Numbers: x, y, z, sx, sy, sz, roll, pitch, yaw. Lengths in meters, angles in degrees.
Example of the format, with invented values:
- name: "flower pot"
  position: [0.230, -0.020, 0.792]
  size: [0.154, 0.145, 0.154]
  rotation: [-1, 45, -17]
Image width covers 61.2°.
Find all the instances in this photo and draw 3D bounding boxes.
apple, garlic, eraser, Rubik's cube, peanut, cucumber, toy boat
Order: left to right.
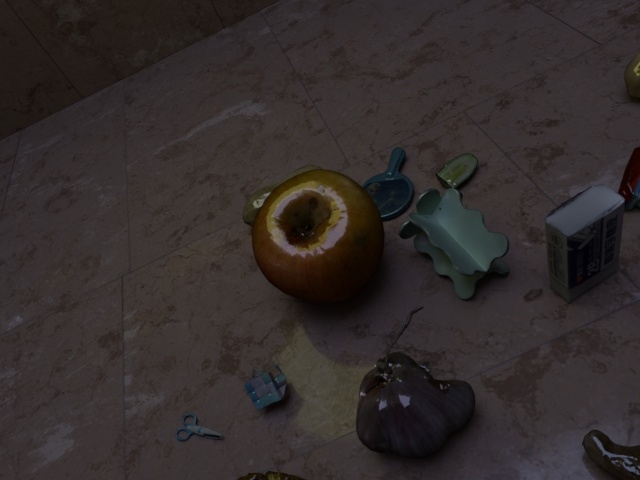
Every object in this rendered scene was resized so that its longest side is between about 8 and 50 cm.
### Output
- name: "Rubik's cube"
  position: [-0.101, 0.294, 1.101]
  size: [0.084, 0.075, 0.073]
  rotation: [-13, 1, 15]
- name: "peanut"
  position: [-0.090, -0.108, 1.427]
  size: [0.257, 0.123, 0.123]
  rotation: [-27, 44, 1]
- name: "apple"
  position: [0.000, 0.000, 1.191]
  size: [0.299, 0.275, 0.298]
  rotation: [-7, 60, 12]
- name: "garlic"
  position: [0.152, 0.239, 0.953]
  size: [0.207, 0.207, 0.256]
  rotation: [-3, 87, 24]
- name: "cucumber"
  position: [0.341, -0.168, 1.333]
  size: [0.107, 0.035, 0.067]
  rotation: [-38, 63, -12]
- name: "eraser"
  position: [0.476, 0.011, 0.979]
  size: [0.125, 0.210, 0.068]
  rotation: [-33, 45, -5]
- name: "toy boat"
  position: [0.667, -0.135, 1.124]
  size: [0.059, 0.069, 0.172]
  rotation: [23, 63, 16]

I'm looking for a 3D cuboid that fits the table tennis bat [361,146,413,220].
- name: "table tennis bat"
  position: [0.176, -0.147, 1.395]
  size: [0.149, 0.038, 0.237]
  rotation: [4, 55, 29]

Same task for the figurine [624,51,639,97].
- name: "figurine"
  position: [0.806, -0.367, 1.251]
  size: [0.108, 0.114, 0.196]
  rotation: [-25, 50, -31]

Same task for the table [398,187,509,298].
- name: "table"
  position: [0.286, 0.006, 1.126]
  size: [0.167, 0.166, 0.198]
  rotation: [-32, 53, -5]

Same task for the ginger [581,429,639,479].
- name: "ginger"
  position: [0.565, 0.312, 0.755]
  size: [0.333, 0.080, 0.166]
  rotation: [-15, 51, 9]

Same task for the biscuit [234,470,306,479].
- name: "biscuit"
  position: [-0.104, 0.521, 0.891]
  size: [0.296, 0.075, 0.295]
  rotation: [-14, 46, 15]

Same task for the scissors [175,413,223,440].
- name: "scissors"
  position: [-0.249, 0.393, 1.120]
  size: [0.119, 0.014, 0.058]
  rotation: [0, 52, 30]
